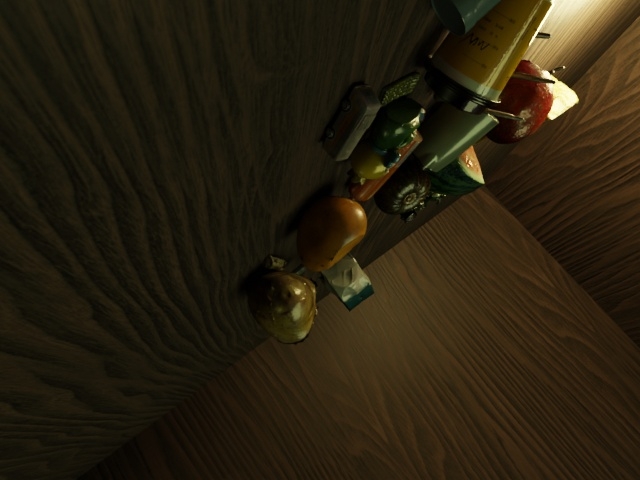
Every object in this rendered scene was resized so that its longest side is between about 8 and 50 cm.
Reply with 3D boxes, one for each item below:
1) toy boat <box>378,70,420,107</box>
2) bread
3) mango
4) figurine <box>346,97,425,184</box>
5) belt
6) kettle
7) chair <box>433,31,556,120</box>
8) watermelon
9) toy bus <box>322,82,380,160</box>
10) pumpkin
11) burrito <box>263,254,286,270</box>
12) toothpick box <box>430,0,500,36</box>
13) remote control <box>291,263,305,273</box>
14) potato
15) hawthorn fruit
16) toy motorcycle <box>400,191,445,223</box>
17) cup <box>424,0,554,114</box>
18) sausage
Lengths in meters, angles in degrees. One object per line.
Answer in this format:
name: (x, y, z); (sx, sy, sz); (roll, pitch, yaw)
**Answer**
toy boat: (0.187, -0.361, 0.989); (0.115, 0.016, 0.063); (-34, 166, -22)
bread: (0.842, -0.509, 1.766); (0.233, 0.245, 0.362); (-33, 162, -24)
mango: (0.018, -0.022, 1.288); (0.160, 0.191, 0.290); (-12, 147, -48)
figurine: (0.172, -0.258, 1.104); (0.185, 0.127, 0.234); (-48, 166, -39)
belt: (0.093, 0.150, 1.810); (0.173, 0.300, 0.436); (-39, 171, 0)
kettle: (0.418, -0.358, 1.340); (0.255, 0.165, 0.240); (-46, -167, 32)
chair: (0.449, -0.452, 1.108); (0.272, 0.166, 0.188); (6, 161, -2)
watermelon: (0.515, -0.317, 1.579); (0.250, 0.283, 0.293); (-115, -131, -79)
toy bus: (0.065, -0.254, 0.904); (0.057, 0.072, 0.172); (-22, 158, -39)
pumpkin: (0.299, -0.207, 1.528); (0.219, 0.162, 0.219); (-17, 141, -15)
burrito: (-0.163, 0.083, 1.483); (0.055, 0.041, 0.149); (-53, 162, 4)
toothpick box: (0.288, -0.462, 0.740); (0.153, 0.101, 0.101); (-39, 167, 11)
remote control: (-0.143, 0.173, 1.870); (0.245, 0.022, 0.077); (-37, 165, -8)
potato: (-0.165, 0.214, 1.539); (0.288, 0.301, 0.237); (-18, 143, 25)
hawthorn fruit: (0.673, -0.473, 1.375); (0.300, 0.254, 0.254); (-30, 169, 16)
toy motorcycle: (0.540, -0.204, 2.202); (0.275, 0.127, 0.205); (-30, 162, -20)
cup: (0.361, -0.431, 0.891); (0.196, 0.196, 0.280); (-24, 151, -47)
sausage: (0.179, -0.221, 1.271); (0.093, 0.093, 0.312); (-25, 161, -45)
